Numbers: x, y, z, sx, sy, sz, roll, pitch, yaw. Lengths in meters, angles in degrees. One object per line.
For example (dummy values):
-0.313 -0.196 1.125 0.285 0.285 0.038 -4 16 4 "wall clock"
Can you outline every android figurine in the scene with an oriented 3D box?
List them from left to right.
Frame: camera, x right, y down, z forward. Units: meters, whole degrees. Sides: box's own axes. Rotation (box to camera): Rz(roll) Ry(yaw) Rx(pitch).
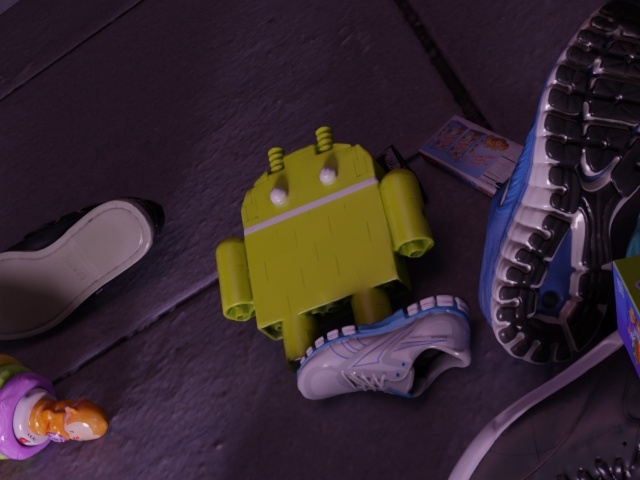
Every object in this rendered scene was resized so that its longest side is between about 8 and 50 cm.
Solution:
0.000 0.000 1.128 0.248 0.056 0.273 -20 60 19 "android figurine"

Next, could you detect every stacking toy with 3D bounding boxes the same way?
-0.381 0.207 1.268 0.302 0.175 0.166 5 53 28 "stacking toy"

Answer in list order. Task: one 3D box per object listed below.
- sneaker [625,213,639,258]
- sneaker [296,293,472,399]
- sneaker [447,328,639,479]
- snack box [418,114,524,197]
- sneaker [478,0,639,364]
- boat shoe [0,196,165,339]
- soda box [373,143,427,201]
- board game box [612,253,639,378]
0.299 -0.073 0.806 0.107 0.110 0.275 22 89 49 "sneaker"
0.061 0.122 1.005 0.190 0.071 0.083 -26 43 19 "sneaker"
0.217 0.172 0.770 0.296 0.104 0.147 -39 30 -6 "sneaker"
0.182 -0.091 1.164 0.064 0.022 0.178 -45 35 -5 "snack box"
0.215 -0.060 0.944 0.147 0.130 0.330 -150 81 -76 "sneaker"
-0.356 0.031 1.450 0.340 0.127 0.113 -33 6 22 "boat shoe"
0.035 -0.034 1.202 0.169 0.060 0.053 -33 34 10 "soda box"
0.392 0.072 0.658 0.347 0.078 0.233 -14 39 4 "board game box"
